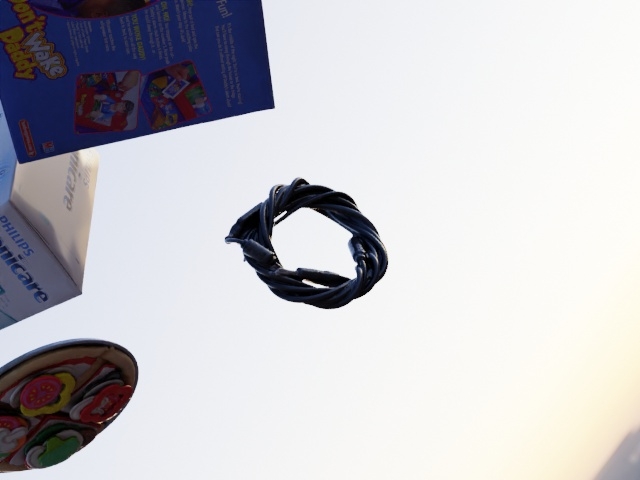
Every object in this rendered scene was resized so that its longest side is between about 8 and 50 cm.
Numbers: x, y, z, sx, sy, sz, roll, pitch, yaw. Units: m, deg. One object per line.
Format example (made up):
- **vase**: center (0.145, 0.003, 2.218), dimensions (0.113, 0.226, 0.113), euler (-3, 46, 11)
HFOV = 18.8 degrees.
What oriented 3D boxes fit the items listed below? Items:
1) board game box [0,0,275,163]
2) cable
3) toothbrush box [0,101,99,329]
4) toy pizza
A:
- **board game box**: center (-0.170, -0.224, 1.584), dimensions (0.233, 0.078, 0.347), euler (-13, -38, -6)
- **cable**: center (0.000, 0.000, 1.956), dimensions (0.184, 0.150, 0.047), euler (-35, -29, -51)
- **toothbrush box**: center (-0.365, -0.003, 1.801), dimensions (0.295, 0.126, 0.216), euler (-22, 35, 17)
- **toy pizza**: center (-0.268, 0.171, 1.910), dimensions (0.201, 0.032, 0.201), euler (-23, -33, -16)
